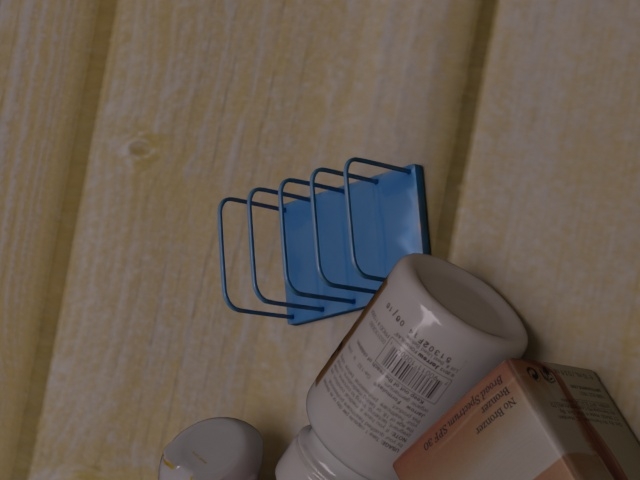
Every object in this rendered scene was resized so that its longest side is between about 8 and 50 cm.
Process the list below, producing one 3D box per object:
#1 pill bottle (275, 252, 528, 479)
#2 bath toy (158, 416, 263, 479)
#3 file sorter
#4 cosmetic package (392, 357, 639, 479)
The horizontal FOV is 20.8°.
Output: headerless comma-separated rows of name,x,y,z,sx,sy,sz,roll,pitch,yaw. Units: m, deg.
pill bottle,0.062,0.136,1.484,0.131,0.131,0.229,49,115,36
bath toy,-0.031,0.305,1.555,0.151,0.129,0.348,-33,52,-18
file sorter,0.000,0.000,1.583,0.170,0.104,0.118,-16,72,40
cosmetic package,0.199,0.253,1.340,0.153,0.129,0.296,-47,55,25
